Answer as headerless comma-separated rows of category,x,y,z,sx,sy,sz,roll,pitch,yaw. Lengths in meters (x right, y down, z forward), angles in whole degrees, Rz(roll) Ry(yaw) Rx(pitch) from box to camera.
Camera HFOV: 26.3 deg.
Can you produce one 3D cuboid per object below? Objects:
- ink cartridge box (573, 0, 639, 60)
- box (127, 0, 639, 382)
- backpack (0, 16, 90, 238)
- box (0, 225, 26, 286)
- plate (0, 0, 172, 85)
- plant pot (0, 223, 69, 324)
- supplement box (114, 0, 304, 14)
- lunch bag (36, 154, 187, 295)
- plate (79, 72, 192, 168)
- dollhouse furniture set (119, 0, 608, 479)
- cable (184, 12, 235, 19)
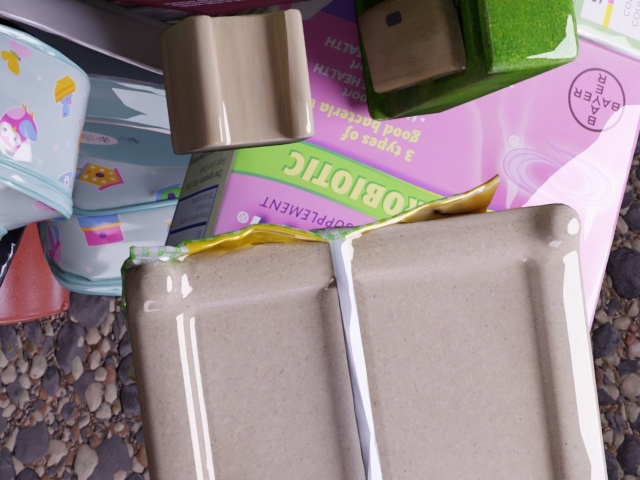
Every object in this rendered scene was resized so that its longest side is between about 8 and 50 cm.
ink cartridge box,0.158,-0.132,0.812,0.209,0.062,0.109,15,175,-26
box,0.037,-0.009,0.747,0.213,0.243,0.117,18,172,-16
backpack,-0.212,-0.050,0.689,0.188,0.144,0.166,-11,155,42
box,-0.432,-0.015,1.180,0.294,0.182,0.296,26,173,-20
plate,-0.168,-0.109,0.873,0.277,0.045,0.278,15,169,-42
plant pot,-0.386,-0.044,1.496,0.272,0.265,0.272,-4,-177,0
supplement box,-0.031,-0.096,0.293,0.130,0.073,0.239,-1,-177,25
lunch bag,-0.130,-0.064,1.157,0.224,0.108,0.279,-4,-143,-17
plate,-0.118,-0.069,0.858,0.188,0.024,0.188,7,173,1
dollhouse furniture set,0.000,0.000,0.592,0.197,0.301,0.151,-8,-178,-18
cable,0.049,-0.161,0.910,0.287,0.072,0.139,-15,163,14
